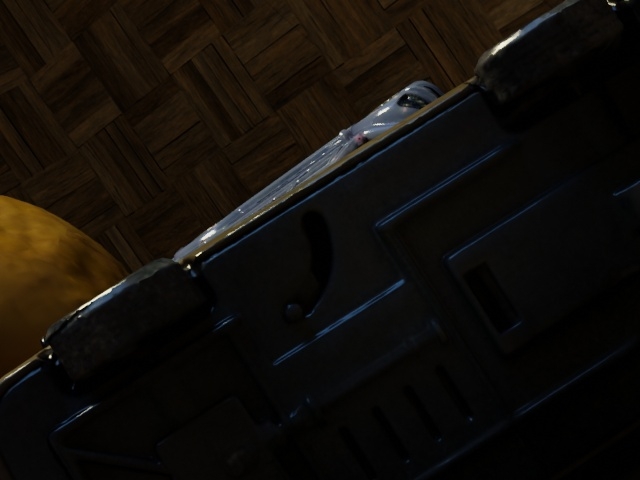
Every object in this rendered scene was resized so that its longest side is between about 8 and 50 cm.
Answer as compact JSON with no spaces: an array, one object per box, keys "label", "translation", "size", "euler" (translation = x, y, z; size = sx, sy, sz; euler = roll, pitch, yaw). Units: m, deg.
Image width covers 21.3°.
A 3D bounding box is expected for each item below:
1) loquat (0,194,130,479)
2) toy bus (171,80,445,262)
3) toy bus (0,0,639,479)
[{"label":"loquat","translation":[-0.150,0.090,0.753],"size":[0.193,0.238,0.238],"euler":[-42,6,-19]},{"label":"toy bus","translation":[0.000,0.000,1.367],"size":[0.292,0.125,0.133],"euler":[-34,5,24]},{"label":"toy bus","translation":[0.034,0.029,0.590],"size":[0.289,0.139,0.157],"euler":[-34,0,-5]}]
